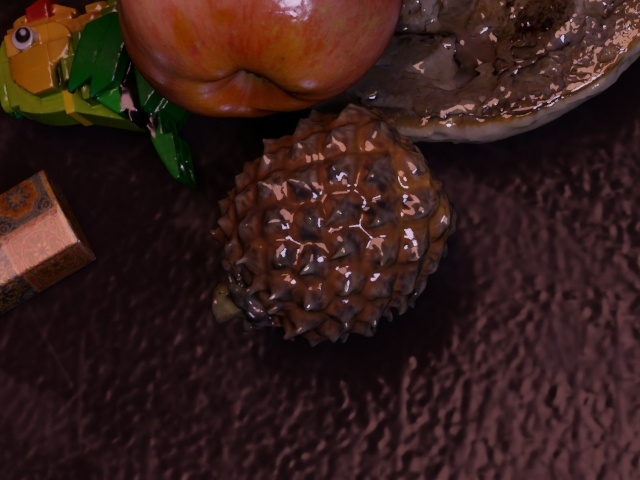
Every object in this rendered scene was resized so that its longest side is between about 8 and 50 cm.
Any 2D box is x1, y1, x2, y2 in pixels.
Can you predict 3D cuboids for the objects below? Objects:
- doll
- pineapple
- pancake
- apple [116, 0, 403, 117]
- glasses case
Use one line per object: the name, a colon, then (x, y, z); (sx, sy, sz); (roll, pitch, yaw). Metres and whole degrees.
doll: (-0.167, -0.127, 1.534); (0.186, 0.106, 0.134); (15, 85, 20)
pineapple: (0.000, 0.000, 1.411); (0.193, 0.166, 0.166); (-36, 64, 0)
pancake: (0.111, -0.241, 1.518); (0.386, 0.082, 0.387); (-7, 67, 18)
apple: (-0.047, -0.175, 1.393); (0.209, 0.209, 0.164); (0, 78, 15)
glasses case: (-0.291, 0.032, 1.533); (0.218, 0.049, 0.075); (-30, 64, 2)
